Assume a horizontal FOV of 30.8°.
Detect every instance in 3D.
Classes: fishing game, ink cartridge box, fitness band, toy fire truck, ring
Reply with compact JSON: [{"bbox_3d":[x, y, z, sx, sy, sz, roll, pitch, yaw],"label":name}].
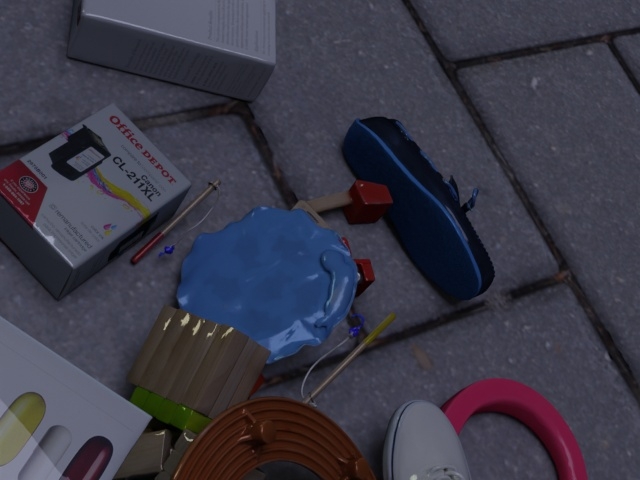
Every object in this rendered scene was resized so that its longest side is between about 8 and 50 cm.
[{"bbox_3d":[-0.055,0.045,1.206,0.264,0.041,0.189,34,65,21],"label":"fishing game"},{"bbox_3d":[-0.240,-0.044,1.191,0.127,0.072,0.175,45,51,5],"label":"ink cartridge box"},{"bbox_3d":[0.188,0.278,1.239,0.209,0.054,0.291,36,50,0],"label":"fitness band"},{"bbox_3d":[0.000,0.000,1.309,0.192,0.047,0.135,-1,61,-28],"label":"toy fire truck"},{"bbox_3d":[-0.020,0.303,1.023,0.337,0.032,0.336,21,62,-47],"label":"ring"}]

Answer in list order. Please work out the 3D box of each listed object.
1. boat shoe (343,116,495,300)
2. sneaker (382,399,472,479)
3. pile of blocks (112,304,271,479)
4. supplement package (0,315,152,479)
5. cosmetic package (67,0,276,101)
[{"bbox_3d":[0.134,-0.053,1.378,0.089,0.109,0.258,-21,74,-39],"label":"boat shoe"},{"bbox_3d":[0.126,0.267,1.122,0.094,0.091,0.258,4,58,-23],"label":"sneaker"},{"bbox_3d":[-0.120,0.242,1.070,0.113,0.149,0.362,38,50,-46],"label":"pile of blocks"},{"bbox_3d":[-0.305,0.161,0.944,0.262,0.204,0.145,34,50,-5],"label":"supplement package"},{"bbox_3d":[-0.170,-0.251,1.353,0.231,0.085,0.117,12,56,-20],"label":"cosmetic package"}]
